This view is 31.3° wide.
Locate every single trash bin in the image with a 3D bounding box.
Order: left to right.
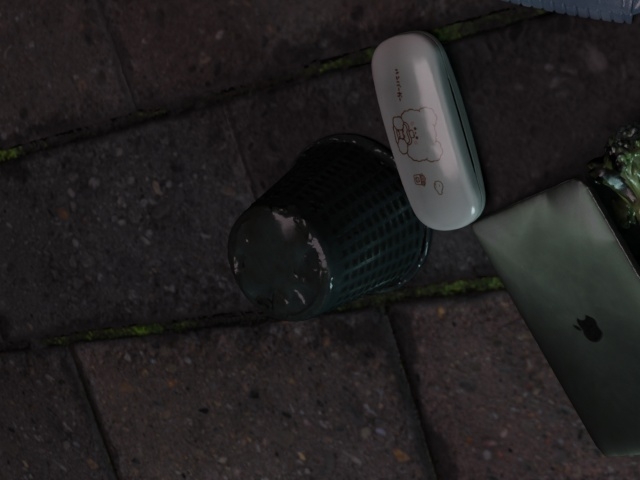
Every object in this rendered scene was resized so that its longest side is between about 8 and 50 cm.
[{"bbox_3d":[0.000,0.000,1.129,0.175,0.161,0.176,13,117,27],"label":"trash bin"}]

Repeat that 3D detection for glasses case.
[{"bbox_3d":[0.103,-0.103,1.086,0.074,0.049,0.194,-9,105,35],"label":"glasses case"}]

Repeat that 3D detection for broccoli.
[{"bbox_3d":[0.297,-0.003,0.944,0.122,0.118,0.204,-19,79,31],"label":"broccoli"}]

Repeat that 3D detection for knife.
[{"bbox_3d":[0.258,-0.206,0.967,0.312,0.019,0.045,16,120,29],"label":"knife"}]

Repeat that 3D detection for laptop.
[{"bbox_3d":[0.251,0.078,1.044,0.269,0.015,0.187,60,153,-1],"label":"laptop"}]
